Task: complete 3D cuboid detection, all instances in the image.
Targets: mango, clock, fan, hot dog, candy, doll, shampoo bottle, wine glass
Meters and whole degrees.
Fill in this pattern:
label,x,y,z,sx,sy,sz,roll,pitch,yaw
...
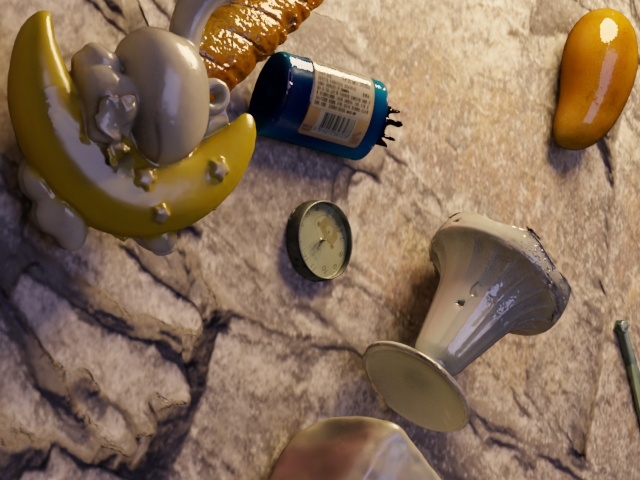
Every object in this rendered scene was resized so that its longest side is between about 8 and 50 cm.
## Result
label,x,y,z,sx,sy,sz,roll,pitch,yaw
mango,0.331,-0.192,2.047,0.102,0.085,0.184,27,72,-41
clock,0.000,0.000,1.720,0.085,0.017,0.085,6,81,-46
fan,0.399,0.188,2.124,0.038,0.016,0.193,-32,109,-42
hot dog,-0.072,-0.210,1.639,0.088,0.061,0.286,50,50,-16
candy,0.071,0.360,1.664,0.358,0.145,0.208,52,53,-29
doll,-0.159,-0.110,1.486,0.237,0.111,0.252,-8,97,-26
shampoo bottle,0.010,-0.132,1.715,0.183,0.050,0.087,12,99,-45
wine glass,0.149,0.088,1.770,0.196,0.165,0.165,-52,122,-32
